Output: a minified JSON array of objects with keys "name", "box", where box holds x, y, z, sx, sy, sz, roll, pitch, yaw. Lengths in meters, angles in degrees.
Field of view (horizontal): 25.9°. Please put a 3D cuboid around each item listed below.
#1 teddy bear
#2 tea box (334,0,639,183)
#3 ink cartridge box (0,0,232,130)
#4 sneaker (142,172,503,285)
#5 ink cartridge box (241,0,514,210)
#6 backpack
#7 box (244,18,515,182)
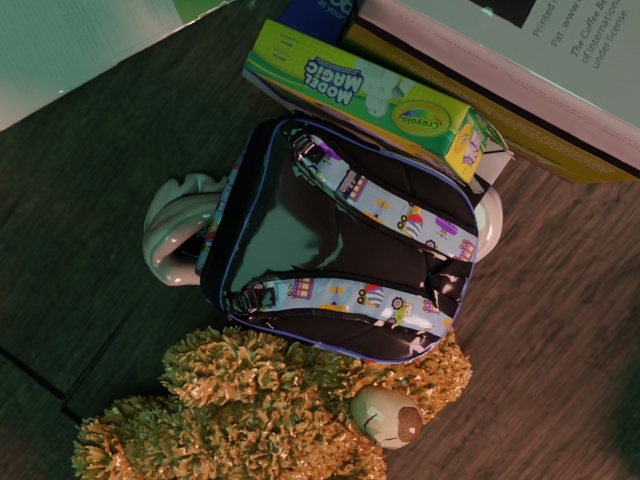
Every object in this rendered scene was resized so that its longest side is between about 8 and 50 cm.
[{"name":"teddy bear","box":[-0.039,0.162,1.133,0.338,0.113,0.245,-12,115,7]},{"name":"tea box","box":[0.182,-0.229,0.896,0.220,0.323,0.329,28,91,-4]},{"name":"ink cartridge box","box":[-0.196,-0.210,1.069,0.235,0.056,0.171,-32,123,-13]},{"name":"sneaker","box":[0.000,0.000,1.102,0.292,0.118,0.110,-5,102,3]},{"name":"ink cartridge box","box":[0.051,-0.109,1.072,0.207,0.046,0.097,36,67,1]},{"name":"backpack","box":[0.017,0.003,0.993,0.173,0.117,0.158,19,89,-18]},{"name":"box","box":[0.045,-0.090,0.962,0.179,0.105,0.043,23,89,17]}]
